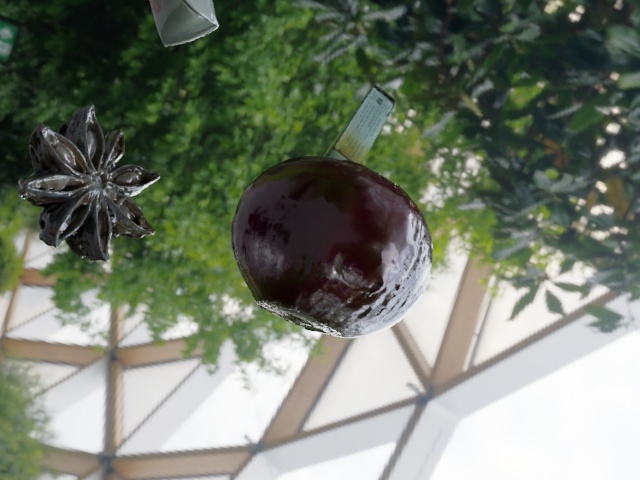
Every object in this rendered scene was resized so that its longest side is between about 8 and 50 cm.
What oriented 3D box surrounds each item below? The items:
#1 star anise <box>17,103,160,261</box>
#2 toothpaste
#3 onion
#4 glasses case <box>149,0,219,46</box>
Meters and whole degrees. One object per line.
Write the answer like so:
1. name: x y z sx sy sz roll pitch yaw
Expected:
1. star anise: -0.362 -0.079 1.445 0.109 0.223 0.236 -20 -169 43
2. toothpaste: 0.069 -0.204 1.840 0.089 0.071 0.313 -50 -174 36
3. onion: 0.000 0.000 1.483 0.282 0.337 0.260 -57 154 -5
4. glasses case: -0.226 -0.432 1.354 0.128 0.083 0.308 -26 -111 44
